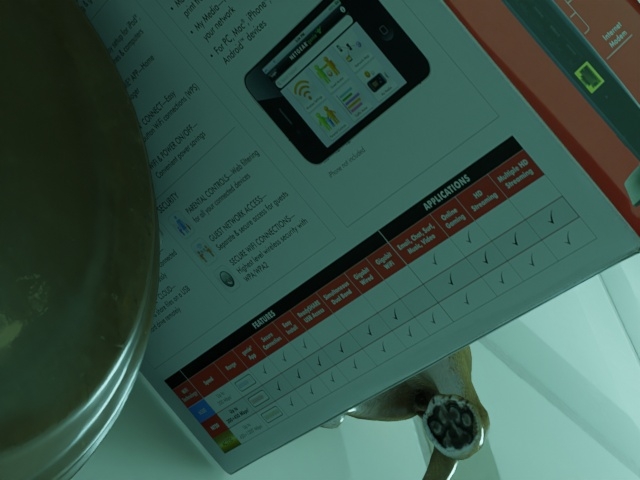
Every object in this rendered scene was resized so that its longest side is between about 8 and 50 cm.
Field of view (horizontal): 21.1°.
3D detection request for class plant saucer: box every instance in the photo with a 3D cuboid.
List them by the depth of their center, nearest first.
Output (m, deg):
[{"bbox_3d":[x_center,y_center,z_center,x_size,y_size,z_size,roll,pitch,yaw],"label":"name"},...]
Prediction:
[{"bbox_3d":[-0.163,-0.027,0.593,0.278,0.041,0.278,20,58,-36],"label":"plant saucer"}]

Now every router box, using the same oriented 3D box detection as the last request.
[{"bbox_3d":[-0.038,-0.074,0.734,0.301,0.335,0.082,51,54,-3],"label":"router box"}]

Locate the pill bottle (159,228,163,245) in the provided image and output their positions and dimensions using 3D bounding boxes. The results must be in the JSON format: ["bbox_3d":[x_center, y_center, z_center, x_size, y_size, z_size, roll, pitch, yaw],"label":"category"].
[{"bbox_3d":[-0.155,-0.039,0.716,0.180,0.108,0.108,46,18,-14],"label":"pill bottle"}]

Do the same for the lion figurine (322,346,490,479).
[{"bbox_3d":[0.000,0.000,1.030,0.392,0.142,0.240,68,12,6],"label":"lion figurine"}]
